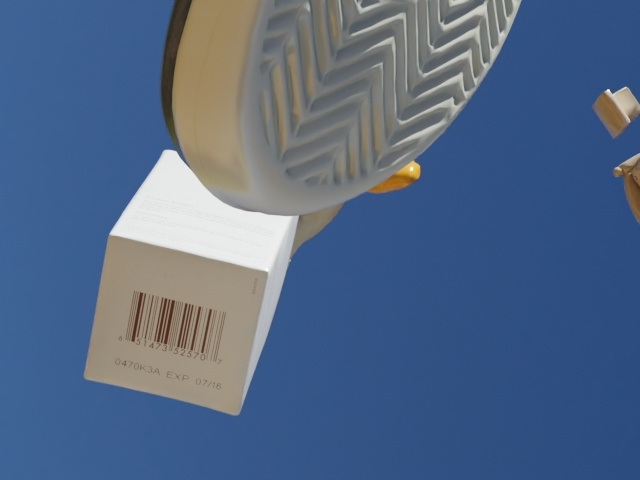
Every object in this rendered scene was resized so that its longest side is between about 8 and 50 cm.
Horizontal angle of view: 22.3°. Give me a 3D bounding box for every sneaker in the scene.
[{"bbox_3d":[0.002,-0.166,0.570,0.148,0.131,0.350,8,-118,31],"label":"sneaker"}]

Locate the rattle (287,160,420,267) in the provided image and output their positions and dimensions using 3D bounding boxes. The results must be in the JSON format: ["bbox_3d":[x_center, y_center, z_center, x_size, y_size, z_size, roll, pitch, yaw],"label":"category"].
[{"bbox_3d":[0.000,0.000,1.247,0.142,0.130,0.200,27,-70,20],"label":"rattle"}]

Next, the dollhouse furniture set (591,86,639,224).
[{"bbox_3d":[0.376,-0.028,1.678,0.355,0.173,0.303,57,-14,12],"label":"dollhouse furniture set"}]

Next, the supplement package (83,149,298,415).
[{"bbox_3d":[-0.080,0.023,1.074,0.179,0.105,0.105,-70,173,-69],"label":"supplement package"}]
